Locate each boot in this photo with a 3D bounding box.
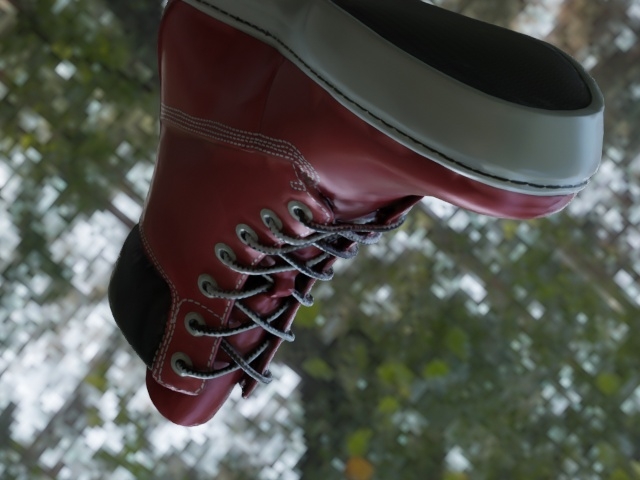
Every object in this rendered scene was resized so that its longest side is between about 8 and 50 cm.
[{"bbox_3d":[0.000,0.000,0.677,0.244,0.088,0.176,32,-70,59],"label":"boot"}]
